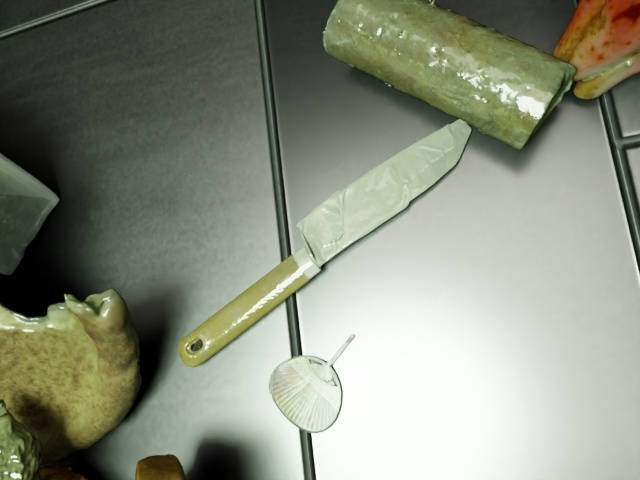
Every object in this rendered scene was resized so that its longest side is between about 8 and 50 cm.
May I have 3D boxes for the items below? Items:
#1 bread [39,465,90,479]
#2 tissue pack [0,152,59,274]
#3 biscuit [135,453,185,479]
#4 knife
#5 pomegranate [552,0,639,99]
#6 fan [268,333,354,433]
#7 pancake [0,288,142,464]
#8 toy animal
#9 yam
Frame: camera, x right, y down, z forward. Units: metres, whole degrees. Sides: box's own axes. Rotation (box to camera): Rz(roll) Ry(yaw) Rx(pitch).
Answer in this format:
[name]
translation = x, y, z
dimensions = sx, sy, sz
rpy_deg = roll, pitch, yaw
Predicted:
[bread]
translation = -0.235, 0.267, 0.402
dimensions = 0.193, 0.064, 0.193
rpy_deg = -13, 49, 15
[tissue pack]
translation = -0.388, -0.053, 0.469
dimensions = 0.230, 0.159, 0.145
rpy_deg = 24, 77, 18
[biscuit]
translation = -0.107, 0.292, 0.337
dimensions = 0.044, 0.186, 0.294
rpy_deg = 6, 87, -20
[knife]
translation = -0.001, -0.001, 0.421
dimensions = 0.298, 0.017, 0.047
rpy_deg = -37, 66, 10
[pomegranate]
translation = 0.230, -0.184, 0.303
dimensions = 0.214, 0.214, 0.248
rpy_deg = 55, 137, 17
[fan]
translation = 0.000, 0.113, 0.411
dimensions = 0.080, 0.003, 0.060
rpy_deg = -24, 76, 13
[pancake]
translation = -0.280, 0.072, 0.399
dimensions = 0.286, 0.033, 0.288
rpy_deg = -10, 120, 9
[toy animal]
translation = -0.224, 0.218, 0.353
dimensions = 0.086, 0.069, 0.219
rpy_deg = -18, 50, 29
[yam]
translation = 0.089, -0.130, 0.386
dimensions = 0.169, 0.068, 0.068
rpy_deg = 33, 92, 18
